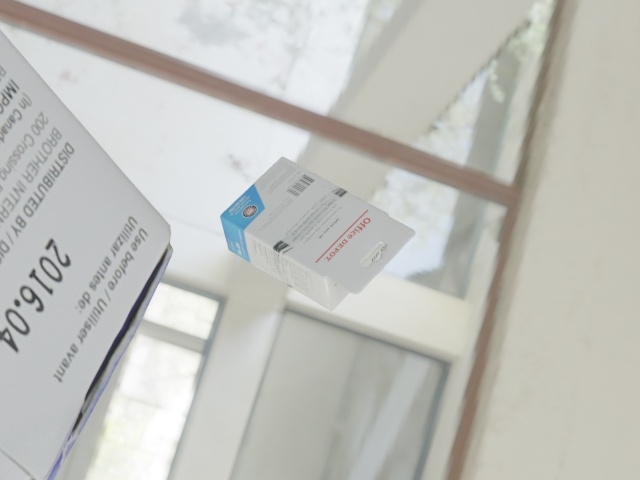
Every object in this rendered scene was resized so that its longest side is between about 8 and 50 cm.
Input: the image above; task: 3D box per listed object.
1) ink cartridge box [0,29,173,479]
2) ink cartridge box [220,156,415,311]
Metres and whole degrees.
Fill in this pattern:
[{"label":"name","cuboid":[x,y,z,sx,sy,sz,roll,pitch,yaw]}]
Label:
[{"label":"ink cartridge box","cuboid":[-0.205,0.013,0.329,0.151,0.395,0.270,-18,-147,38]},{"label":"ink cartridge box","cuboid":[0.000,0.000,0.705,0.048,0.083,0.028,-45,149,-26]}]
